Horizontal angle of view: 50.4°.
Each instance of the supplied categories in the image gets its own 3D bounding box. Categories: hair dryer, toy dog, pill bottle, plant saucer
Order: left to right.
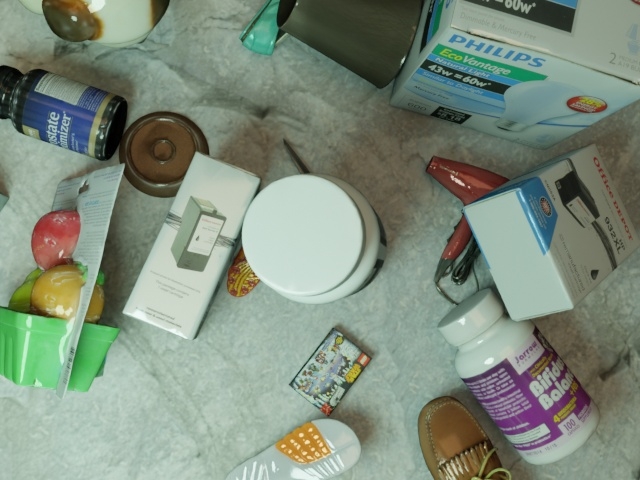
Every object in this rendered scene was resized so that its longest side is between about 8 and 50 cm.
[{"bbox_3d":[-0.468,-0.232,1.212,0.219,0.123,0.122,18,80,-5],"label":"pill bottle"},{"bbox_3d":[-0.399,-0.505,1.132,0.285,0.395,0.408,-33,80,-20],"label":"toy dog"},{"bbox_3d":[-0.294,-0.165,1.276,0.169,0.029,0.168,1,82,-9],"label":"plant saucer"},{"bbox_3d":[0.000,0.000,1.110,0.204,0.361,0.204,0,87,8],"label":"pill bottle"},{"bbox_3d":[0.293,-0.038,1.320,0.224,0.080,0.293,-24,86,-10],"label":"hair dryer"},{"bbox_3d":[0.354,0.242,1.247,0.169,0.169,0.301,-38,90,-11],"label":"pill bottle"}]

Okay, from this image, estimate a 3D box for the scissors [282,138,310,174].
[{"bbox_3d":[0.018,-0.071,1.317,0.109,0.021,0.297,-18,84,-8],"label":"scissors"}]

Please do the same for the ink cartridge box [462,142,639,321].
[{"bbox_3d":[0.429,-0.023,1.238,0.307,0.129,0.223,-27,92,-41],"label":"ink cartridge box"}]

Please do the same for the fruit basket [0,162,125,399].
[{"bbox_3d":[-0.407,0.061,1.106,0.165,0.327,0.352,24,74,-34],"label":"fruit basket"}]

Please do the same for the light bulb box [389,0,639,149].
[{"bbox_3d":[0.356,-0.355,1.226,0.358,0.361,0.225,15,81,-6],"label":"light bulb box"}]

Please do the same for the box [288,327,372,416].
[{"bbox_3d":[0.019,0.244,1.269,0.094,0.027,0.137,39,79,-3],"label":"box"}]

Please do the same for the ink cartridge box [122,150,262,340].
[{"bbox_3d":[-0.213,0.017,1.173,0.122,0.211,0.289,23,79,-4],"label":"ink cartridge box"}]

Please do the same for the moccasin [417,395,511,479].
[{"bbox_3d":[0.286,0.462,1.219,0.139,0.147,0.379,-17,85,-10],"label":"moccasin"}]

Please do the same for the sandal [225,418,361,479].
[{"bbox_3d":[-0.050,0.398,1.222,0.265,0.076,0.101,-26,72,10],"label":"sandal"}]

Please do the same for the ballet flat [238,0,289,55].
[{"bbox_3d":[-0.064,-0.465,1.328,0.087,0.083,0.247,32,83,-16],"label":"ballet flat"}]

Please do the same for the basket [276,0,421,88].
[{"bbox_3d":[0.046,-0.415,1.264,0.227,0.154,0.204,14,97,-22],"label":"basket"}]

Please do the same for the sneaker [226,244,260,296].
[{"bbox_3d":[-0.122,0.026,1.263,0.064,0.067,0.175,25,96,-2],"label":"sneaker"}]

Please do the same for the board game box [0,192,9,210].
[{"bbox_3d":[-0.739,-0.059,1.164,0.303,0.097,0.224,28,80,-5],"label":"board game box"}]
